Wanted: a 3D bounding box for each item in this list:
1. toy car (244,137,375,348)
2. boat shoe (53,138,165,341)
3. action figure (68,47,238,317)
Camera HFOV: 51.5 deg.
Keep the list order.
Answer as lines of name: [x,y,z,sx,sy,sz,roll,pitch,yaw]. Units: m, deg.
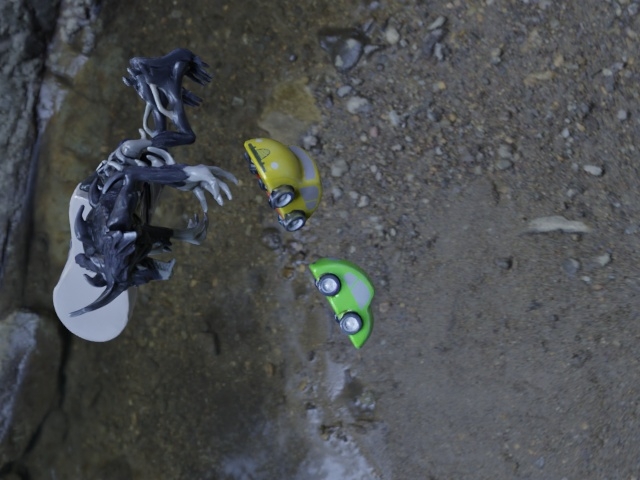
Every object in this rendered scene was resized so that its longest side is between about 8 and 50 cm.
toy car: [0.000,0.000,0.663,0.053,0.239,0.225,-30,94,-3]
boat shoe: [-0.308,0.005,1.013,0.127,0.158,0.340,25,132,-5]
action figure: [-0.162,-0.049,0.666,0.164,0.141,0.275,-26,52,60]
